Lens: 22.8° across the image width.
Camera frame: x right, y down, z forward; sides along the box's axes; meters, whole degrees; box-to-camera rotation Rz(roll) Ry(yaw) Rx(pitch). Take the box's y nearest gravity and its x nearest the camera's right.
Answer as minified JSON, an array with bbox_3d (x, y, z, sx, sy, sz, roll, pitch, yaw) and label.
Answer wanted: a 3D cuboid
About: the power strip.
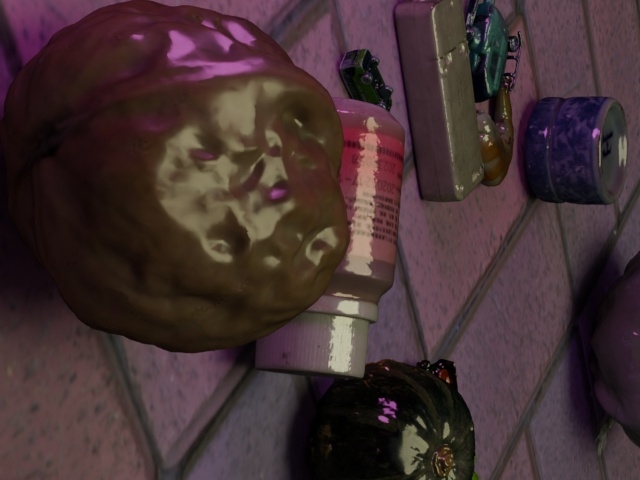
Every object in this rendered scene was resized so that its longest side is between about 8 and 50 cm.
[{"bbox_3d":[0.134,-0.189,1.795,0.093,0.053,0.288,-40,125,-54],"label":"power strip"}]

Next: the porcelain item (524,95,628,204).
[{"bbox_3d":[0.343,-0.121,2.136,0.147,0.114,0.147,-13,104,-63],"label":"porcelain item"}]

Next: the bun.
[{"bbox_3d":[0.510,0.157,2.390,0.354,0.194,0.354,4,90,-65],"label":"bun"}]

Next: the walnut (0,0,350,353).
[{"bbox_3d":[-0.100,-0.050,1.154,0.273,0.273,0.227,-6,127,-63],"label":"walnut"}]

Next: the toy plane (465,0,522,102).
[{"bbox_3d":[0.197,-0.258,1.919,0.096,0.060,0.235,21,76,-48],"label":"toy plane"}]

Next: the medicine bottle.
[{"bbox_3d":[0.000,0.000,1.447,0.147,0.147,0.247,18,76,-62],"label":"medicine bottle"}]

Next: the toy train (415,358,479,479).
[{"bbox_3d":[0.141,0.248,1.829,0.085,0.053,0.249,-47,132,-44],"label":"toy train"}]

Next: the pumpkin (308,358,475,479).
[{"bbox_3d":[0.072,0.211,1.588,0.190,0.146,0.190,-12,104,-61],"label":"pumpkin"}]

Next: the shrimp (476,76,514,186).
[{"bbox_3d":[0.212,-0.152,1.959,0.161,0.049,0.166,54,44,-54],"label":"shrimp"}]

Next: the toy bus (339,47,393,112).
[{"bbox_3d":[0.048,-0.162,1.647,0.083,0.037,0.031,61,41,-43],"label":"toy bus"}]
